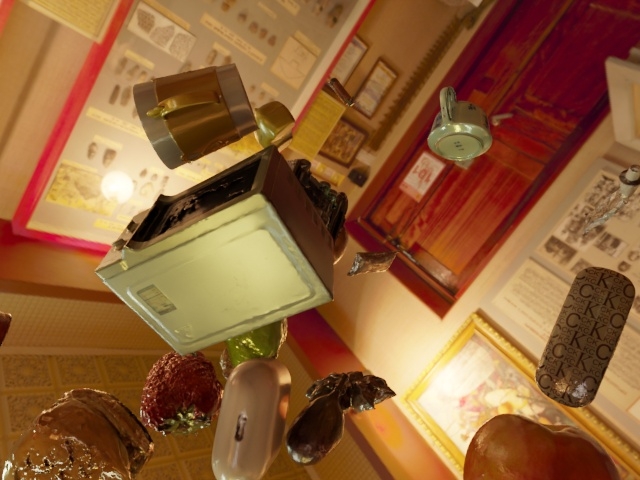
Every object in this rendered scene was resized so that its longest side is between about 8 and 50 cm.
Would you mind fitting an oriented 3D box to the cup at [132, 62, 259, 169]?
[{"bbox_3d":[-0.258,-0.267,0.893,0.241,0.225,0.186,-125,16,-80],"label":"cup"}]

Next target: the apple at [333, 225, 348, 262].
[{"bbox_3d":[0.000,0.000,1.616,0.211,0.211,0.188,34,-152,-2],"label":"apple"}]

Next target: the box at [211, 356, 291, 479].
[{"bbox_3d":[-0.166,0.448,1.099,0.141,0.289,0.349,7,166,5],"label":"box"}]

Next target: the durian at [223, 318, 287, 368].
[{"bbox_3d":[-0.218,0.255,1.432,0.204,0.340,0.256,-6,-166,18],"label":"durian"}]

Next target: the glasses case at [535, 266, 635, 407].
[{"bbox_3d":[0.651,0.234,1.060,0.137,0.355,0.085,22,172,33],"label":"glasses case"}]

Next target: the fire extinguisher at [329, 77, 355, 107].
[{"bbox_3d":[0.050,-0.328,0.955,0.022,0.028,0.083,-17,-116,-36],"label":"fire extinguisher"}]

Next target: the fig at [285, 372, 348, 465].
[{"bbox_3d":[0.011,0.514,1.251,0.145,0.274,0.170,27,170,22],"label":"fig"}]

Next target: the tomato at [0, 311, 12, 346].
[{"bbox_3d":[-0.807,0.233,0.946,0.139,0.232,0.201,43,-141,-37],"label":"tomato"}]

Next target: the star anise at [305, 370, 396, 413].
[{"bbox_3d":[0.101,0.530,1.523,0.331,0.118,0.332,-1,173,0],"label":"star anise"}]

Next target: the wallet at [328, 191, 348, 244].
[{"bbox_3d":[-0.045,-0.025,1.286,0.220,0.263,0.071,-2,149,36],"label":"wallet"}]

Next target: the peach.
[{"bbox_3d":[0.527,0.623,1.039,0.388,0.388,0.388,32,-166,-9],"label":"peach"}]

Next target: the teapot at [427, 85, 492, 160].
[{"bbox_3d":[0.362,-0.302,1.118,0.232,0.159,0.159,33,-169,-46],"label":"teapot"}]

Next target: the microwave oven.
[{"bbox_3d":[-0.182,0.022,0.842,0.286,0.354,0.219,56,-161,-31],"label":"microwave oven"}]

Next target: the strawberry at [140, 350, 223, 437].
[{"bbox_3d":[-0.438,0.475,1.376,0.257,0.257,0.277,23,-140,-38],"label":"strawberry"}]

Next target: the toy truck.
[{"bbox_3d":[-0.048,-0.118,1.144,0.116,0.110,0.216,1,152,36],"label":"toy truck"}]

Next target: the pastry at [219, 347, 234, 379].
[{"bbox_3d":[-0.292,0.461,1.709,0.218,0.229,0.100,-2,173,8],"label":"pastry"}]

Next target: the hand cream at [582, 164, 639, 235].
[{"bbox_3d":[0.754,-0.106,1.114,0.050,0.084,0.257,18,151,13],"label":"hand cream"}]

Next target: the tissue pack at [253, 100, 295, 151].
[{"bbox_3d":[-0.164,-0.391,1.474,0.127,0.123,0.178,50,162,7],"label":"tissue pack"}]

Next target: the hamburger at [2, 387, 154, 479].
[{"bbox_3d":[-0.578,0.525,1.035,0.284,0.304,0.174,41,-167,-5],"label":"hamburger"}]

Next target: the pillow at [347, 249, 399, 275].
[{"bbox_3d":[0.178,0.077,1.443,0.184,0.118,0.043,-3,-132,-30],"label":"pillow"}]
